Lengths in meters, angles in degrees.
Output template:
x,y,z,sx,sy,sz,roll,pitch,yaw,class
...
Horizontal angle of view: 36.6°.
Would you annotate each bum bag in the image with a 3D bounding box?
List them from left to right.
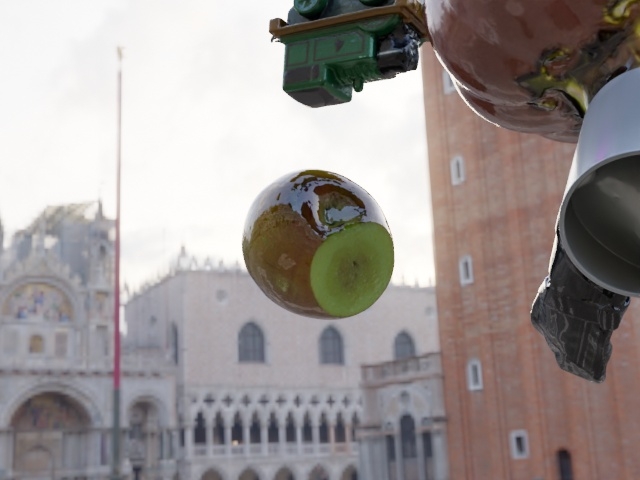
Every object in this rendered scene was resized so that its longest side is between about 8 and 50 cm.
x,y,z,sx,sy,sz,roll,pitch,yaw,class
0.223,0.035,0.800,0.049,0.087,0.198,-27,-41,-29,bum bag

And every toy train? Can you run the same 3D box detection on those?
x,y,z,sx,sy,sz,roll,pitch,yaw,class
0.036,-0.224,1.098,0.227,0.136,0.091,-1,-14,32,toy train

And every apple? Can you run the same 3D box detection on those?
x,y,z,sx,sy,sz,roll,pitch,yaw,class
-0.005,0.003,1.035,0.146,0.163,0.147,-37,-25,-32,apple

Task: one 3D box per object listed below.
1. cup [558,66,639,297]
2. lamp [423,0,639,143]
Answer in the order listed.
x,y,z,sx,sy,sz,roll,pitch,yaw,class
0.213,-0.051,0.582,0.099,0.133,0.136,37,-53,-3,cup
0.241,-0.195,0.804,0.305,0.240,0.305,-5,-33,-4,lamp
